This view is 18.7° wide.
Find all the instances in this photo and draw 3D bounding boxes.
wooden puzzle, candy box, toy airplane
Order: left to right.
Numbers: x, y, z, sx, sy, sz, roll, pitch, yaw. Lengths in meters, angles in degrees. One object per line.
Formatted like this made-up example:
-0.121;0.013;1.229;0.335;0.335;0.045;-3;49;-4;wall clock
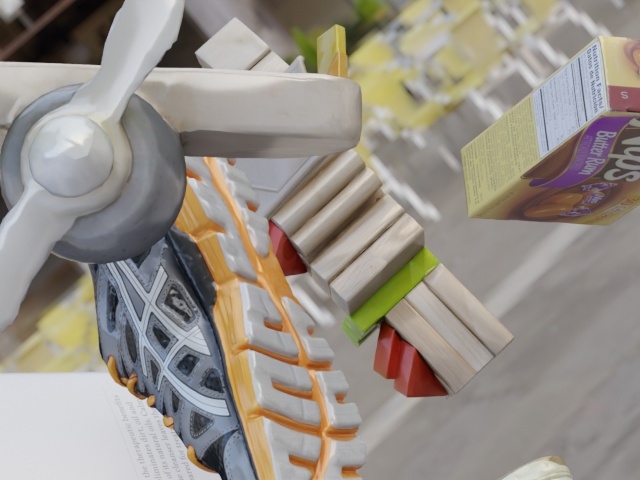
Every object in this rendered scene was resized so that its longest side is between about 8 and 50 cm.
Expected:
-0.239;-0.046;0.699;0.386;0.384;0.272;-22;57;36;toy airplane
-0.019;-0.045;0.945;0.116;0.014;0.078;-41;42;35;wooden puzzle
0.177;-0.064;1.206;0.109;0.053;0.187;3;-19;-23;candy box

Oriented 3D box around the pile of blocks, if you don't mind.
0.000;0.000;1.515;0.112;0.362;0.149;-43;17;-10;pile of blocks

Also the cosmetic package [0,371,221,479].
-0.208;0.189;1.102;0.366;0.197;0.155;2;-40;-32;cosmetic package

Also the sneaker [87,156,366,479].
-0.049;0.049;0.829;0.083;0.215;0.084;-32;-29;18;sneaker

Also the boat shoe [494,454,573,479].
0.070;0.156;0.945;0.135;0.045;0.050;-32;-29;0;boat shoe
